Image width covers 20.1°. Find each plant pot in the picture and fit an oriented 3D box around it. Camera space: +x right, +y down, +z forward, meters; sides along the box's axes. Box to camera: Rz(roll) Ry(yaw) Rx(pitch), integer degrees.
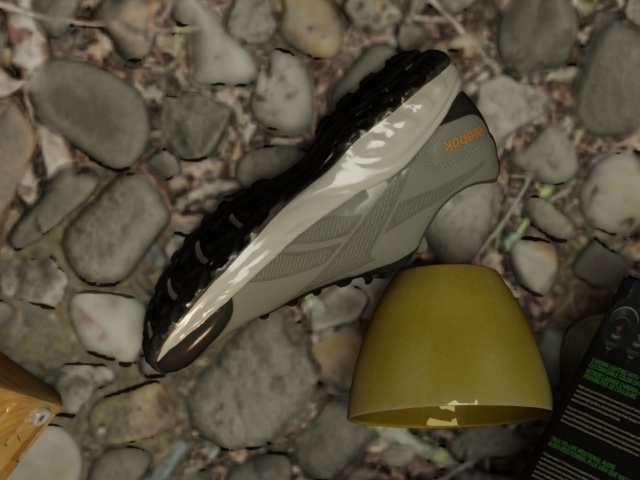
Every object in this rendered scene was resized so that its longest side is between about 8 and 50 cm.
[{"bbox_3d":[0.082,0.068,1.169,0.134,0.134,0.095,0,78,-9],"label":"plant pot"}]

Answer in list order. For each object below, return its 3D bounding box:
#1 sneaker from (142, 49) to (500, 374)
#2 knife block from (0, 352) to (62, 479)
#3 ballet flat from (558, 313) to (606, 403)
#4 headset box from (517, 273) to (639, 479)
[{"bbox_3d":[0.000,0.000,1.148,0.271,0.100,0.108,-39,111,1],"label":"sneaker"},{"bbox_3d":[-0.321,0.043,1.125,0.088,0.242,0.275,-51,150,6],"label":"knife block"},{"bbox_3d":[0.191,0.158,1.227,0.072,0.068,0.213,-3,104,-8],"label":"ballet flat"},{"bbox_3d":[0.250,0.190,1.148,0.246,0.131,0.283,31,85,-36],"label":"headset box"}]
